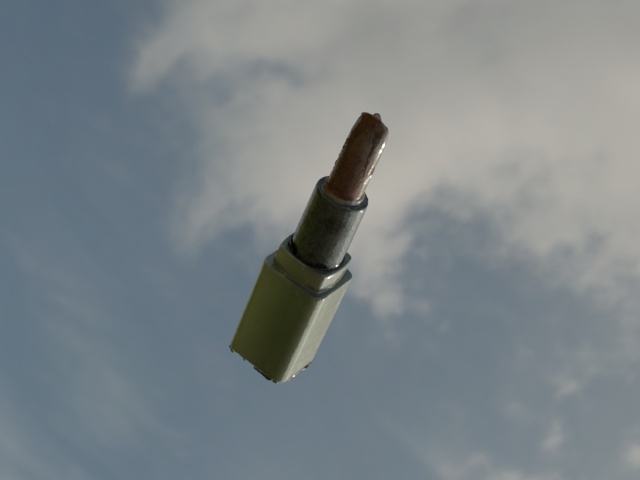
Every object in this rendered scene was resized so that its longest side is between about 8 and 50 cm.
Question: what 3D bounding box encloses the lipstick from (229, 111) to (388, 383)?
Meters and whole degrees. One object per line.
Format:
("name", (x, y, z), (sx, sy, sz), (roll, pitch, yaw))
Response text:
("lipstick", (0.000, 0.000, 0.573), (0.025, 0.025, 0.107), (34, -54, 16))
